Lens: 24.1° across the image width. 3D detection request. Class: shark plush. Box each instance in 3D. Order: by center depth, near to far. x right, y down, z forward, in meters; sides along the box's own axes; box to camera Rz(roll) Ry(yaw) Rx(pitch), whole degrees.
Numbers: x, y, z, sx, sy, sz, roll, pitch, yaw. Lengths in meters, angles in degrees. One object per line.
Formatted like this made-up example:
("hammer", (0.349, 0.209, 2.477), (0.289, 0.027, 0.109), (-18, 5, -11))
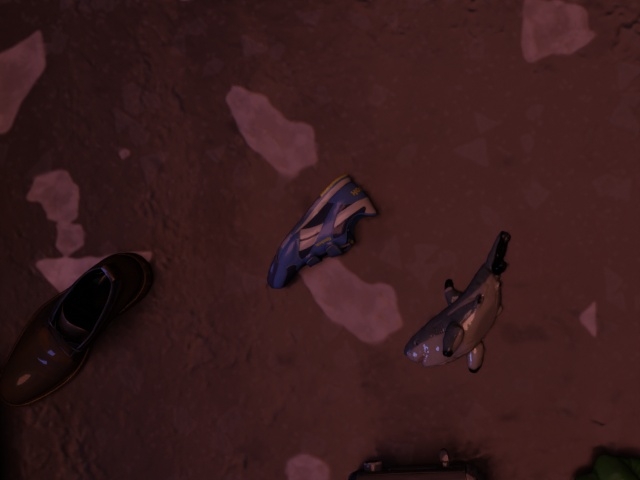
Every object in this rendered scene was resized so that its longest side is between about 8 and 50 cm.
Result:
("shark plush", (0.147, 0.061, 1.549), (0.067, 0.073, 0.161), (29, 100, 38))

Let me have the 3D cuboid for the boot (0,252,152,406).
("boot", (-0.277, 0.094, 1.583), (0.082, 0.106, 0.219), (44, 95, 7))

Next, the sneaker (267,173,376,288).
("sneaker", (0.000, 0.000, 1.570), (0.059, 0.053, 0.144), (40, 96, 5))

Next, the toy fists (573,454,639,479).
("toy fists", (0.292, 0.357, 1.502), (0.142, 0.096, 0.279), (12, 93, 9))

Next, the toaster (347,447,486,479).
("toaster", (0.110, 0.328, 1.513), (0.146, 0.129, 0.227), (-10, 87, 6))
